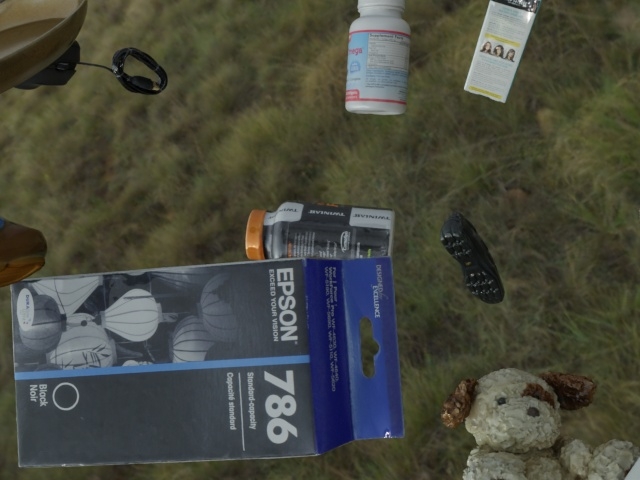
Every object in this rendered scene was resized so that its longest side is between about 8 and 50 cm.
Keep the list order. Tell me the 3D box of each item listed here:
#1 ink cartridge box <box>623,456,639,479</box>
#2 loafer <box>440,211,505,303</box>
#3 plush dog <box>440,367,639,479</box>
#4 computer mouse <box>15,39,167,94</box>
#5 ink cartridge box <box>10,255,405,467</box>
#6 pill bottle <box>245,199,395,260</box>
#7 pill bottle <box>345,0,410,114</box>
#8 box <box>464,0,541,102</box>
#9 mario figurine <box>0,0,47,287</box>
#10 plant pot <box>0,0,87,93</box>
[{"bbox_3d":[0.556,0.359,0.830,0.279,0.384,0.160,-58,12,2],"label":"ink cartridge box"},{"bbox_3d":[0.316,0.037,1.466,0.076,0.223,0.078,-13,34,39],"label":"loafer"},{"bbox_3d":[0.291,0.291,1.028,0.262,0.211,0.226,-4,63,-9],"label":"plush dog"},{"bbox_3d":[-0.270,-0.197,0.830,0.041,0.242,0.071,37,115,33],"label":"computer mouse"},{"bbox_3d":[-0.097,0.102,0.623,0.332,0.166,0.065,-6,-5,6],"label":"ink cartridge box"},{"bbox_3d":[0.000,0.000,1.224,0.245,0.131,0.131,5,44,6],"label":"pill bottle"},{"bbox_3d":[0.082,-0.261,1.017,0.087,0.087,0.160,11,100,56],"label":"pill bottle"},{"bbox_3d":[0.393,-0.428,1.560,0.100,0.244,0.060,22,43,12],"label":"box"},{"bbox_3d":[-0.298,-0.109,0.511,0.198,0.321,0.170,-19,-2,-31],"label":"mario figurine"},{"bbox_3d":[-0.309,-0.161,0.635,0.236,0.032,0.236,-14,36,10],"label":"plant pot"}]
